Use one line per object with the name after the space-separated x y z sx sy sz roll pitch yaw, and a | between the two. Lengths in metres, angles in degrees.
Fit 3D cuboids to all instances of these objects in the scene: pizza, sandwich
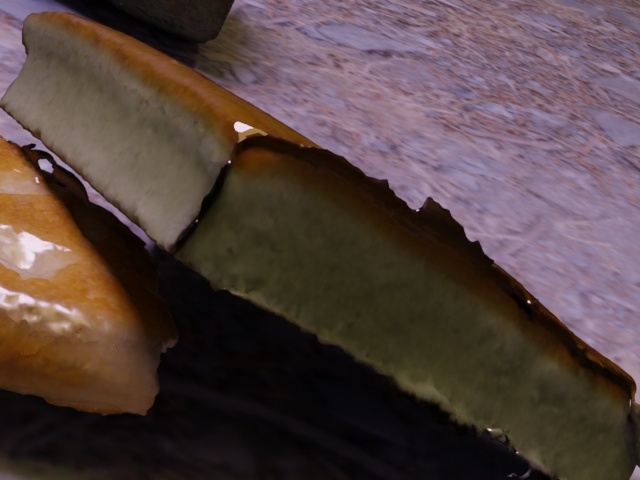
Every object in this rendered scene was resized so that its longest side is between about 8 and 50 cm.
-0.149 -0.006 0.447 0.246 0.058 0.127 30 24 16 | pizza
0.000 0.000 0.508 0.245 0.063 0.212 36 0 -37 | sandwich

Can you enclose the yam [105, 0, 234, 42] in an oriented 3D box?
-0.156 -0.250 0.821 0.304 0.168 0.168 26 24 7 | yam
